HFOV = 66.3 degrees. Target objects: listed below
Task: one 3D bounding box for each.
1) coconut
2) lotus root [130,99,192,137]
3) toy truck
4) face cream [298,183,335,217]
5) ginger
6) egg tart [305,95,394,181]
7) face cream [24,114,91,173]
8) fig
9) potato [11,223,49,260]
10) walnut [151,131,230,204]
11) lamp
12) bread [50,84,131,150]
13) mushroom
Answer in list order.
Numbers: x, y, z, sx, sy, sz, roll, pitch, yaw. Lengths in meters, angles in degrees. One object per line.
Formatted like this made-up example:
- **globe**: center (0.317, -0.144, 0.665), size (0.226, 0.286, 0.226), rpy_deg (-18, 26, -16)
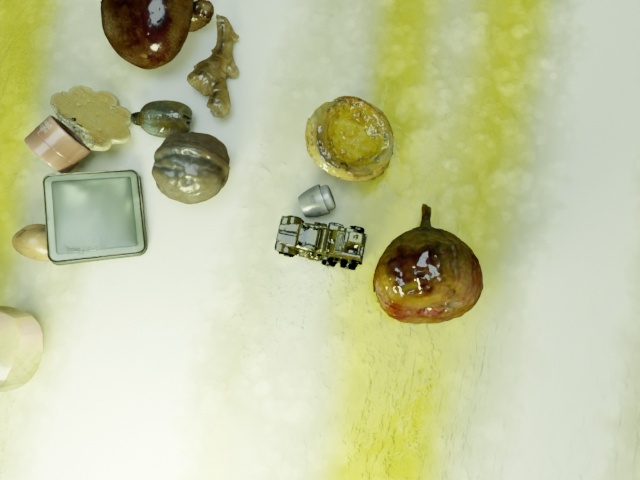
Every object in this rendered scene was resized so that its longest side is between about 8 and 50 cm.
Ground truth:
- **coconut**: center (-0.897, 0.297, 1.324), size (0.260, 0.259, 0.259), rpy_deg (0, 81, 3)
- **lotus root**: center (-0.484, -0.369, 1.489), size (0.192, 0.088, 0.113), rpy_deg (3, 88, 4)
- **toy truck**: center (-0.002, 0.000, 1.386), size (0.257, 0.127, 0.127), rpy_deg (11, 83, 8)
- **face cream**: center (-0.010, -0.113, 1.420), size (0.095, 0.091, 0.091), rpy_deg (-21, 80, 7)
- **ginger**: center (-0.320, -0.534, 1.509), size (0.148, 0.081, 0.333), rpy_deg (10, 76, 5)
- **egg tart**: center (0.080, -0.289, 1.424), size (0.291, 0.107, 0.290), rpy_deg (6, 72, -19)
- **face cream**: center (-0.780, -0.283, 1.458), size (0.149, 0.149, 0.104), rpy_deg (44, 86, 9)
- **fig**: center (0.277, 0.042, 1.331), size (0.287, 0.286, 0.368), rpy_deg (0, 47, 3)
- **potato**: center (-0.830, 0.008, 1.439), size (0.147, 0.112, 0.111), rpy_deg (11, 82, 9)
- **walnut**: center (-0.366, -0.207, 1.405), size (0.225, 0.224, 0.224), rpy_deg (0, 81, 3)
- **lamp**: center (-0.658, -0.073, 1.435), size (0.267, 0.047, 0.268), rpy_deg (-7, 79, -15)
- **bread**: center (-0.681, -0.377, 1.493), size (0.251, 0.039, 0.182), rpy_deg (44, 53, 8)
- **mushroom**: center (-0.526, -0.702, 1.484), size (0.346, 0.239, 0.344), rpy_deg (-8, 57, 13)
